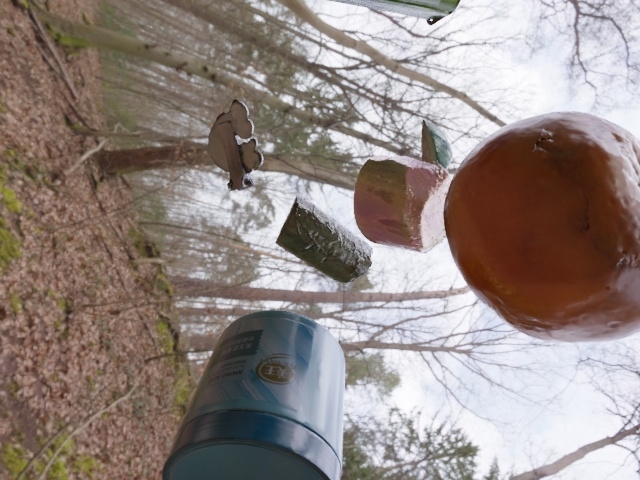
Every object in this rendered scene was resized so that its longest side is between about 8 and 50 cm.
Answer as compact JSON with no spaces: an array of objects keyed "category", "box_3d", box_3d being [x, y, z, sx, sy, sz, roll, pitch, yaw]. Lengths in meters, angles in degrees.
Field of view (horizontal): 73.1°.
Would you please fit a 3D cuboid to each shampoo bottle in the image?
[{"category":"shampoo bottle","box_3d":[-0.112,0.376,0.930,0.331,0.331,0.343,-58,-170,29]}]

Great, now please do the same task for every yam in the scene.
[{"category":"yam","box_3d":[0.000,0.000,1.257,0.168,0.304,0.168,-41,-150,30]}]

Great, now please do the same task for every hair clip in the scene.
[{"category":"hair clip","box_3d":[-0.177,-0.187,0.874,0.116,0.049,0.172,-13,-87,21]}]

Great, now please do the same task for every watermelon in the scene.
[{"category":"watermelon","box_3d":[0.305,-0.234,1.160,0.094,0.081,0.180,7,-79,56]}]

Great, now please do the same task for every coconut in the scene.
[{"category":"coconut","box_3d":[0.191,-0.097,1.073,0.245,0.233,0.233,20,-80,41]}]

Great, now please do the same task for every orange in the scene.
[{"category":"orange","box_3d":[0.289,-0.015,0.527,0.226,0.284,0.284,-43,-130,53]}]

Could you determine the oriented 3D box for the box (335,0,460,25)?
[{"category":"box","box_3d":[0.067,-0.451,0.742,0.134,0.345,0.097,-132,-135,-65]}]
